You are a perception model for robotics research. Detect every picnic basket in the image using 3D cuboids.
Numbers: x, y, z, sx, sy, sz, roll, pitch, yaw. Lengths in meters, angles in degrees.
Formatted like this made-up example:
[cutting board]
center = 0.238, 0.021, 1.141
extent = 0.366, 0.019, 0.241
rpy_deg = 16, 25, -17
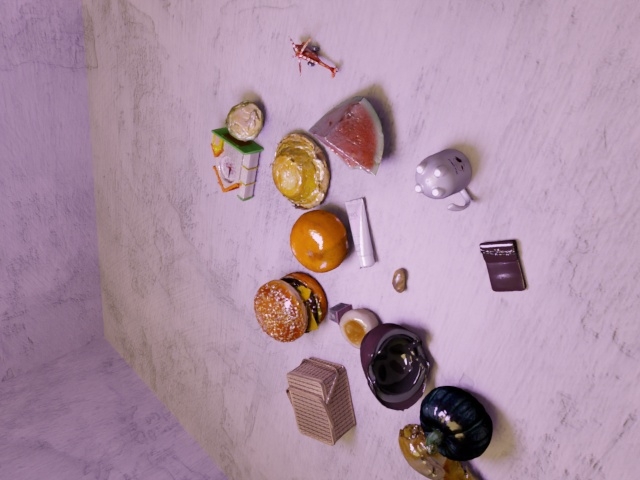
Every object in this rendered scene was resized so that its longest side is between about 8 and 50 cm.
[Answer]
[picnic basket]
center = -0.005, 0.683, 2.072
extent = 0.227, 0.175, 0.313
rpy_deg = 2, 108, 44

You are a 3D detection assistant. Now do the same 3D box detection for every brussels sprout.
[brussels sprout]
center = -0.289, -0.468, 1.901
extent = 0.151, 0.122, 0.149
rpy_deg = -22, 99, 11

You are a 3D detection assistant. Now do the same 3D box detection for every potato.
[potato]
center = 0.271, 0.140, 1.675
extent = 0.046, 0.045, 0.092
rpy_deg = 0, 114, 6

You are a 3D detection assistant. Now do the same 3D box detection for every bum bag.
[bum bag]
center = 0.533, 0.077, 1.412
extent = 0.109, 0.026, 0.160
rpy_deg = -10, 100, 44

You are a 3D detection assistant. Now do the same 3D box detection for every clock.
[clock]
center = -0.366, -0.315, 2.043
extent = 0.219, 0.106, 0.256
rpy_deg = 36, 129, 28

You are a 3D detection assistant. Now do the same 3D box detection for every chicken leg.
[chicken leg]
center = 0.461, 0.821, 1.726
extent = 0.429, 0.152, 0.202
rpy_deg = 36, 137, 17

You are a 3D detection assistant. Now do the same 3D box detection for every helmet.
[helmet]
center = 0.244, 0.429, 1.710
extent = 0.177, 0.224, 0.306
rpy_deg = -149, 49, -65

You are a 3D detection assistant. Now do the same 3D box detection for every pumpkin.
[pumpkin]
center = 0.422, 0.618, 1.592
extent = 0.247, 0.247, 0.248
rpy_deg = 19, 119, 37

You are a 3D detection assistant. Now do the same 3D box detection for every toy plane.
[toy plane]
center = -0.017, -0.614, 1.613
extent = 0.194, 0.077, 0.126
rpy_deg = 18, 122, 29

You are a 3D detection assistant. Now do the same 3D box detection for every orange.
[orange]
center = 0.000, 0.000, 1.782
extent = 0.239, 0.171, 0.241
rpy_deg = 16, 120, 30

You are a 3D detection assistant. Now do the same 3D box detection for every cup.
[cup]
center = 0.349, -0.167, 1.400
extent = 0.134, 0.141, 0.174
rpy_deg = 0, 108, 43

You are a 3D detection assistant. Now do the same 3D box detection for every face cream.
[face cream]
center = 0.145, -0.024, 1.721
extent = 0.092, 0.058, 0.244
rpy_deg = -9, 95, 50

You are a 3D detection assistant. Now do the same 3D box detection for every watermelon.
[watermelon]
center = 0.099, -0.327, 1.562
extent = 0.260, 0.176, 0.256
rpy_deg = 41, 143, -6

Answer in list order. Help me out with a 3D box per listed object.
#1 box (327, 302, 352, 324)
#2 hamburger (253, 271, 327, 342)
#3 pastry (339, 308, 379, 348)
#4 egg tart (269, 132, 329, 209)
[box]
center = 0.078, 0.284, 1.895
extent = 0.063, 0.084, 0.060
rpy_deg = 10, 115, 49
[hamburger]
center = -0.132, 0.280, 1.990
extent = 0.290, 0.225, 0.291
rpy_deg = 16, 117, 35
[pastry]
center = 0.148, 0.330, 1.825
extent = 0.156, 0.092, 0.157
rpy_deg = 9, 109, 26
[egg tart]
center = -0.094, -0.251, 1.807
extent = 0.294, 0.116, 0.295
rpy_deg = 17, 117, 36
